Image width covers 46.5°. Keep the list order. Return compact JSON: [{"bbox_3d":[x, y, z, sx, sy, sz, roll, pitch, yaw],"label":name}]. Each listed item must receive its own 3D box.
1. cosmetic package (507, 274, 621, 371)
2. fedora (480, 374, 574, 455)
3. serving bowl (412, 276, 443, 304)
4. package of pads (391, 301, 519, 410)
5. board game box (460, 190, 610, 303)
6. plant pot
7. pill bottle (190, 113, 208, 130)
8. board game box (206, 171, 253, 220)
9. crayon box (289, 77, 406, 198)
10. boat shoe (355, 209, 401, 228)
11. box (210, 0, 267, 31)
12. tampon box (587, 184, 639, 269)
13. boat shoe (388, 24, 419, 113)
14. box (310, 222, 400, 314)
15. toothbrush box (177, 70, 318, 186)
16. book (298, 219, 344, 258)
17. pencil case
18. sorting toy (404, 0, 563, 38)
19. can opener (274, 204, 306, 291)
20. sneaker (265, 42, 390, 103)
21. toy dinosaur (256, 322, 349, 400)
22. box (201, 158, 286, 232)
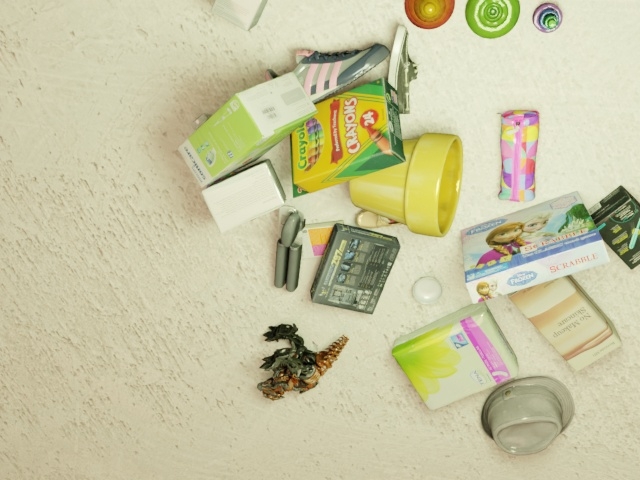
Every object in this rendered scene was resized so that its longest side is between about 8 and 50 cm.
[{"bbox_3d":[0.641,0.185,1.983,0.153,0.129,0.296,-41,103,21],"label":"cosmetic package"},{"bbox_3d":[0.598,0.523,2.143,0.276,0.124,0.243,-18,111,15],"label":"fedora"},{"bbox_3d":[0.298,0.134,2.065,0.083,0.027,0.083,3,115,7],"label":"serving bowl"},{"bbox_3d":[0.383,0.331,2.102,0.297,0.101,0.229,-27,106,19],"label":"package of pads"},{"bbox_3d":[0.507,0.010,1.820,0.319,0.318,0.065,-19,109,15],"label":"board game box"},{"bbox_3d":[0.208,-0.149,1.845,0.239,0.254,0.253,11,116,21],"label":"plant pot"},{"bbox_3d":[-0.285,-0.272,1.945,0.065,0.065,0.116,-32,105,20],"label":"pill bottle"},{"bbox_3d":[-0.232,-0.119,2.024,0.169,0.033,0.133,15,115,1],"label":"board game box"},{"bbox_3d":[0.039,-0.241,1.807,0.319,0.202,0.081,-17,154,29],"label":"crayon box"},{"bbox_3d":[0.175,-0.066,1.968,0.170,0.059,0.062,-10,91,8],"label":"boat shoe"},{"bbox_3d":[-0.190,-0.568,1.779,0.101,0.102,0.087,28,117,-4],"label":"box"},{"bbox_3d":[0.772,-0.033,1.881,0.161,0.101,0.120,43,113,-12],"label":"tampon box"},{"bbox_3d":[0.202,-0.413,1.811,0.070,0.077,0.219,7,123,6],"label":"boat shoe"},{"bbox_3d":[0.092,0.080,2.031,0.184,0.059,0.232,12,115,-15],"label":"box"},{"bbox_3d":[-0.177,-0.265,1.791,0.283,0.206,0.122,-28,94,45],"label":"toothbrush box"},{"bbox_3d":[0.000,0.000,2.046,0.144,0.035,0.096,-6,116,11],"label":"book"},{"bbox_3d":[0.489,-0.210,1.845,0.105,0.104,0.236,-2,114,9],"label":"pencil case"},{"bbox_3d":[0.373,-0.521,1.707,0.366,0.126,0.127,9,115,5],"label":"sorting toy"},{"bbox_3d":[-0.093,0.027,2.020,0.074,0.093,0.280,19,131,16],"label":"can opener"},{"bbox_3d":[0.008,-0.421,1.812,0.319,0.112,0.131,-25,103,17],"label":"sneaker"},{"bbox_3d":[-0.062,0.351,2.175,0.322,0.164,0.218,-43,118,4],"label":"toy dinosaur"},{"bbox_3d":[-0.192,-0.118,1.913,0.182,0.181,0.119,-24,99,3],"label":"box"}]
